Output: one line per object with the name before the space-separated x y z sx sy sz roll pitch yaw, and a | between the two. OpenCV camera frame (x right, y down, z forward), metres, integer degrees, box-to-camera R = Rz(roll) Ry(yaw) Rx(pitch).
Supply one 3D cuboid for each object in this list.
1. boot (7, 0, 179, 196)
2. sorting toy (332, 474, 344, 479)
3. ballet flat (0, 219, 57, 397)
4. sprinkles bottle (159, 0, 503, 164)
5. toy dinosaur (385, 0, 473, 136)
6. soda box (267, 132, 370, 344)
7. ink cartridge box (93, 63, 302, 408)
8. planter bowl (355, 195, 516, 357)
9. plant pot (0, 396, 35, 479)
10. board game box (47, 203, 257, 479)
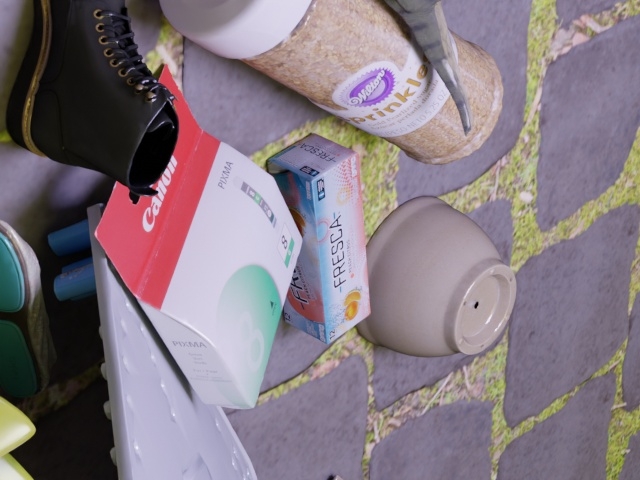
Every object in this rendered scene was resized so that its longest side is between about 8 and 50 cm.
boot | -0.136 -0.138 1.057 0.077 0.137 0.198 -6 115 -49
sorting toy | 0.004 0.288 1.579 0.083 0.012 0.062 -58 148 -13
ballet flat | -0.230 0.043 1.135 0.052 0.057 0.168 -64 159 -51
sprinkles bottle | 0.021 -0.165 1.243 0.355 0.121 0.121 22 93 -53
toy dinosaur | 0.086 -0.213 1.173 0.118 0.064 0.268 -48 130 -12
soda box | 0.000 0.000 1.367 0.063 0.058 0.183 -33 133 -34
ink cartridge box | -0.088 -0.002 1.207 0.225 0.056 0.181 67 30 -47
planter bowl | 0.124 0.050 1.503 0.162 0.109 0.162 -28 131 -37
plant pot | -0.302 0.192 0.991 0.227 0.228 0.207 -30 126 -34
board game box | -0.102 0.230 1.160 0.050 0.390 0.390 -19 135 4
